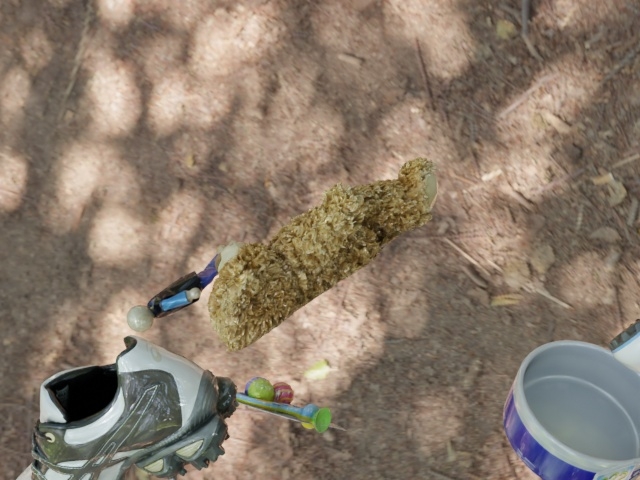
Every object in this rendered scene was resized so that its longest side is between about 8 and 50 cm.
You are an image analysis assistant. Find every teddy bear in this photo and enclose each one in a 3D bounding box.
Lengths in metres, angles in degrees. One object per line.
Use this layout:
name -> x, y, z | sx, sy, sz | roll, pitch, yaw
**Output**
teddy bear -> 0.000, 0.000, 1.131 | 0.338, 0.245, 0.113 | -33, 89, -1

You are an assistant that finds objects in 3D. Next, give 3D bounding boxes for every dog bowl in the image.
dog bowl -> 0.459, 0.307, 1.622 | 0.265, 0.265, 0.104 | 38, 138, 25

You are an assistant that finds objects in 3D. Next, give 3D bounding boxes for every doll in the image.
doll -> -0.192, 0.070, 1.302 | 0.046, 0.189, 0.129 | 58, 148, -9

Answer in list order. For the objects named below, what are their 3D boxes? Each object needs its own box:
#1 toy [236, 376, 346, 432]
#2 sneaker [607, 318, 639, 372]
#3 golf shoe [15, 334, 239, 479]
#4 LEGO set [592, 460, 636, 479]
toy -> -0.079, 0.271, 1.599 | 0.237, 0.137, 0.056 | 14, 84, 40
sneaker -> 0.321, 0.103, 0.793 | 0.085, 0.237, 0.086 | -40, 56, 25
golf shoe -> -0.145, 0.118, 0.561 | 0.198, 0.094, 0.077 | -35, 27, 20
LEGO set -> 0.324, 0.401, 1.256 | 0.060, 0.244, 0.183 | 50, 137, 45
